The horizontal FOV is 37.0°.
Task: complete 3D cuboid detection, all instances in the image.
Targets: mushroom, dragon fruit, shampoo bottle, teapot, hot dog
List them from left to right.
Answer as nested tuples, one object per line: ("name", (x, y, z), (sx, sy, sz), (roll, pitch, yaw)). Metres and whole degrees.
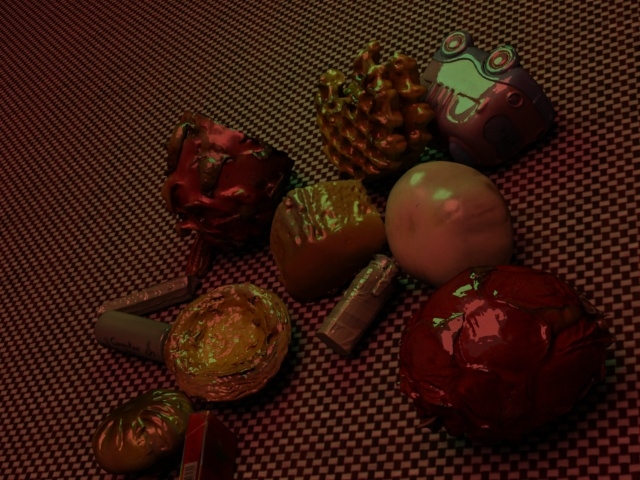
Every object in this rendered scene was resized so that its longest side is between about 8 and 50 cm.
("shampoo bottle", (-0.366, 0.210, 2.036), (0.262, 0.085, 0.085), (8, 57, 38))
("hot dog", (-0.271, 0.024, 2.178), (0.062, 0.038, 0.144), (-10, 47, 26))
("dragon fruit", (-0.226, -0.118, 2.092), (0.296, 0.314, 0.263), (26, 93, 6))
("teapot", (0.081, 0.116, 1.810), (0.200, 0.077, 0.107), (-53, 4, -18))
("mushroom", (0.255, -0.028, 1.780), (0.254, 0.234, 0.260), (-33, 74, 48))
("dragon fruit", (0.279, 0.177, 1.502), (0.342, 0.277, 0.277), (-39, 41, 11))

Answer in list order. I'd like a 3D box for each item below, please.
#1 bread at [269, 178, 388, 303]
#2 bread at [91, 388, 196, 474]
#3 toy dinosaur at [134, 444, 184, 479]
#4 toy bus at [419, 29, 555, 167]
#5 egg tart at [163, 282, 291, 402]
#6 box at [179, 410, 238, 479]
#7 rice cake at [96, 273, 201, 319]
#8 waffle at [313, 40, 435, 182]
("bread", (0.000, 0.000, 1.937), (0.262, 0.162, 0.204), (-40, 51, 17))
("bread", (-0.341, 0.357, 1.841), (0.213, 0.105, 0.213), (-27, 16, 8))
("toy dinosaur", (-0.327, 0.475, 1.799), (0.199, 0.072, 0.251), (-12, 34, 10))
("toy bus", (0.315, -0.267, 1.958), (0.232, 0.197, 0.294), (-51, 44, -3))
("egg tart", (-0.177, 0.213, 1.897), (0.290, 0.107, 0.291), (-13, 47, 14))
("box", (-0.204, 0.410, 1.726), (0.048, 0.112, 0.175), (-17, 44, 21))
("rice cake", (-0.388, 0.132, 2.149), (0.256, 0.052, 0.057), (-19, 17, 19))
("waffle", (0.104, -0.257, 1.999), (0.151, 0.261, 0.324), (-10, -1, -21))
